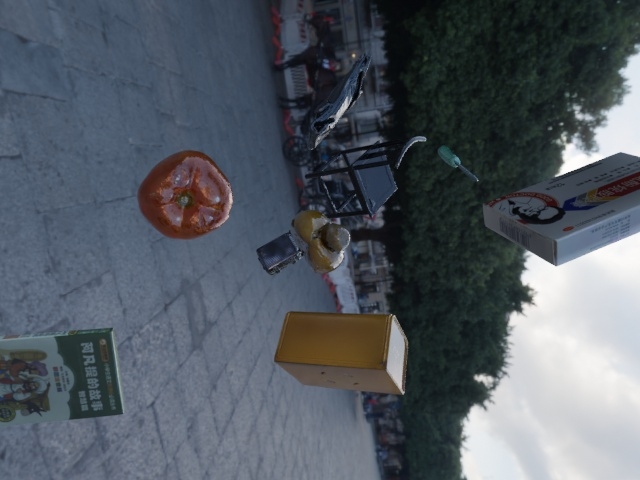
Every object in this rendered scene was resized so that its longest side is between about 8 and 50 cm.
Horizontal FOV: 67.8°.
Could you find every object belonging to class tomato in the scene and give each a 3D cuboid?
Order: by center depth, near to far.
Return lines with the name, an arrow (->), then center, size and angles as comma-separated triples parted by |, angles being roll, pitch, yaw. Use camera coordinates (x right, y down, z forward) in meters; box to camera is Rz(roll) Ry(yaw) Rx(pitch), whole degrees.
tomato -> -0.378, -0.123, 1.350 | 0.180, 0.259, 0.260 | -128, -152, -72

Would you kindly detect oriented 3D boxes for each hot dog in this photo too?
hot dog -> -0.001, -0.002, 0.630 | 0.090, 0.060, 0.140 | 59, -5, 7

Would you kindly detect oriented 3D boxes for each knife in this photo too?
knife -> 0.406, -0.214, 1.391 | 0.063, 0.034, 0.260 | 46, 13, -29

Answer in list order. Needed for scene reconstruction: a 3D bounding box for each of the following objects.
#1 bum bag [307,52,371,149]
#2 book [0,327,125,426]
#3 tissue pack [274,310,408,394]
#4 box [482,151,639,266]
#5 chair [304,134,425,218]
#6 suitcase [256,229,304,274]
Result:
bum bag -> 0.041, -0.317, 1.101 | 0.248, 0.060, 0.123 | -53, -179, -10
book -> -0.546, 0.278, 0.965 | 0.027, 0.264, 0.202 | -119, -152, -69
tissue pack -> 0.059, 0.272, 1.167 | 0.194, 0.274, 0.145 | 61, 36, -49
box -> 0.536, -0.075, 0.940 | 0.214, 0.353, 0.069 | -128, -162, -62
chair -> 0.118, -0.149, 1.123 | 0.154, 0.260, 0.141 | -47, 122, -41
suitcase -> -0.114, 0.035, 1.348 | 0.086, 0.126, 0.059 | 59, -4, 22
